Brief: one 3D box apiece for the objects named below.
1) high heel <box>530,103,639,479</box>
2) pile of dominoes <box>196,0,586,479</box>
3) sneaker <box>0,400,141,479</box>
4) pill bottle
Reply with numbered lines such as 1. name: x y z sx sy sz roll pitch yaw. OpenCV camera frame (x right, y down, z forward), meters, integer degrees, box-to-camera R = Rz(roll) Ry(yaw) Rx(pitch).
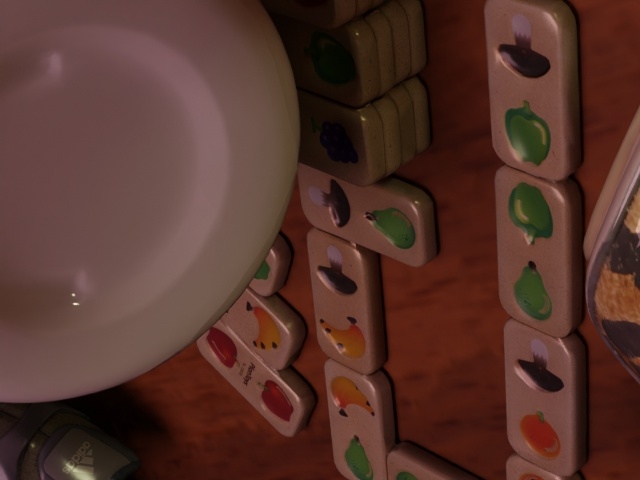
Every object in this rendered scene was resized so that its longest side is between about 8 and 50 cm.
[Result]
1. high heel: 0.155 0.036 0.440 0.186 0.093 0.261 22 126 15
2. pile of dominoes: 0.000 0.000 0.608 0.196 0.040 0.251 23 133 38
3. sneaker: -0.141 0.176 0.861 0.121 0.111 0.300 21 143 17
4. pill bottle: -0.122 -0.066 0.579 0.264 0.146 0.146 42 148 54
